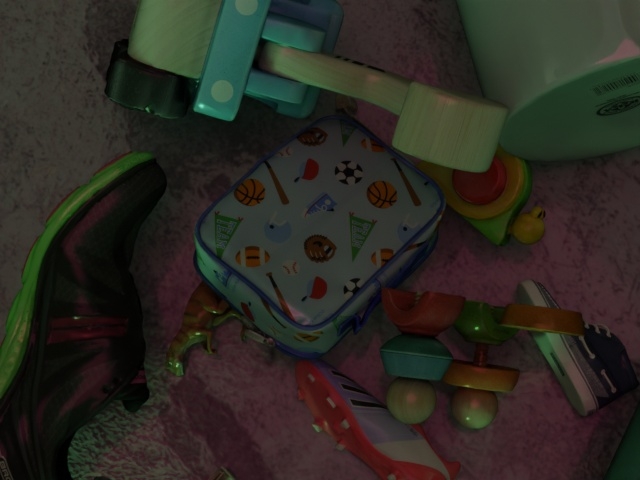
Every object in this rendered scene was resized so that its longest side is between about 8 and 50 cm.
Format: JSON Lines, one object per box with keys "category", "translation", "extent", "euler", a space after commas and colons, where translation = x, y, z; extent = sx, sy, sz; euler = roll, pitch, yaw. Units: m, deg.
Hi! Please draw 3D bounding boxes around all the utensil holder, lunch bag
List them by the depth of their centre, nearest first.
{"category": "utensil holder", "translation": [0.319, -0.330, 1.635], "extent": [0.328, 0.327, 0.385], "euler": [-12, 73, -1]}
{"category": "lunch bag", "translation": [0.000, 0.000, 1.660], "extent": [0.243, 0.115, 0.303], "euler": [40, 64, 15]}

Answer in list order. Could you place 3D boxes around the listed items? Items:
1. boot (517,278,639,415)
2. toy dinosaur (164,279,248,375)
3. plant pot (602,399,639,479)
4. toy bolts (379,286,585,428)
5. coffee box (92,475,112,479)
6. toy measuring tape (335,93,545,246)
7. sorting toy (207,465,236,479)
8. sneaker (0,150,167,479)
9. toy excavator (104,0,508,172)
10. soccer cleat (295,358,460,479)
{"category": "boot", "translation": [0.328, 0.123, 1.695], "extent": [0.086, 0.069, 0.190], "euler": [-26, 86, -11]}
{"category": "toy dinosaur", "translation": [-0.141, 0.076, 1.716], "extent": [0.112, 0.064, 0.211], "euler": [18, 79, 7]}
{"category": "plant pot", "translation": [0.474, 0.300, 1.531], "extent": [0.341, 0.341, 0.334], "euler": [23, 72, 6]}
{"category": "toy bolts", "translation": [0.182, 0.150, 1.583], "extent": [0.229, 0.218, 0.158], "euler": [10, 85, -35]}
{"category": "coffee box", "translation": [-0.180, 0.490, 1.460], "extent": [0.338, 0.338, 0.334], "euler": [28, 81, -5]}
{"category": "toy measuring tape", "translation": [0.170, -0.118, 1.726], "extent": [0.330, 0.121, 0.121], "euler": [42, 82, 18]}
{"category": "sorting toy", "translation": [-0.126, 0.339, 1.673], "extent": [0.075, 0.045, 0.083], "euler": [43, 82, 2]}
{"category": "sneaker", "translation": [-0.292, 0.118, 1.670], "extent": [0.202, 0.185, 0.482], "euler": [22, 90, -1]}
{"category": "toy excavator", "translation": [-0.023, -0.225, 1.624], "extent": [0.445, 0.433, 0.222], "euler": [14, 104, -11]}
{"category": "soccer cleat", "translation": [0.069, 0.234, 1.678], "extent": [0.095, 0.083, 0.248], "euler": [-34, 72, -35]}
